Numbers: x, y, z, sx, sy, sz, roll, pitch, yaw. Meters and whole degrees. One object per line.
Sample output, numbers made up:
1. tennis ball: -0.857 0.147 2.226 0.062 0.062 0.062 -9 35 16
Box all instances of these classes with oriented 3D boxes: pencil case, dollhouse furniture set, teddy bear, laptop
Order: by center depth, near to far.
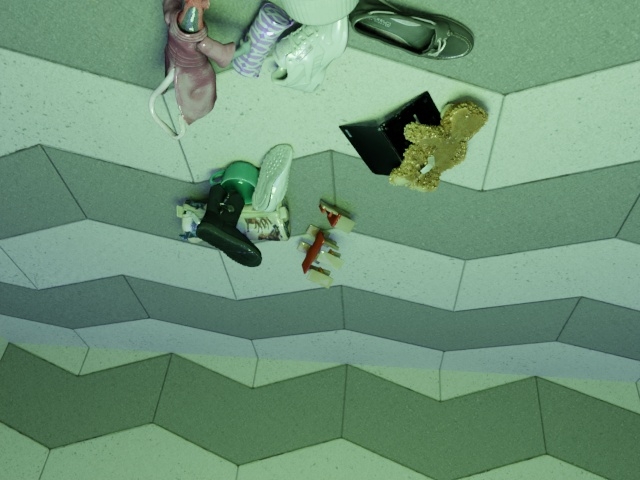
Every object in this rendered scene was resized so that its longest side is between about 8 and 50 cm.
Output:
1. pencil case: -0.156 -0.512 1.450 0.088 0.086 0.206 27 139 -18
2. teddy bear: 0.335 -0.274 1.629 0.244 0.113 0.338 2 135 -15
3. laptop: 0.238 -0.318 1.705 0.264 0.137 0.234 -35 132 10
4. pencil case: -0.297 -0.073 1.991 0.409 0.160 0.183 -1 175 13
5. dollhouse furniture set: 0.000 0.000 1.996 0.135 0.262 0.259 25 106 -19

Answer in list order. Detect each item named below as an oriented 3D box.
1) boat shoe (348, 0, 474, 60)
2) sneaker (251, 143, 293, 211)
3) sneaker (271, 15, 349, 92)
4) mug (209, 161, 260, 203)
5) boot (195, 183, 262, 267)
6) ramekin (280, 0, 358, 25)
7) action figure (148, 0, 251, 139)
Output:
1. boat shoe: 0.224 -0.506 1.385 0.334 0.096 0.112 15 143 -10
2. sneaker: -0.143 -0.201 1.821 0.094 0.090 0.235 7 115 -51
3. sneaker: -0.029 -0.486 1.405 0.152 0.114 0.305 -2 151 -27
4. mug: -0.273 -0.206 1.869 0.157 0.098 0.129 31 138 -27
5. boot: -0.273 -0.053 1.813 0.246 0.207 0.094 33 137 -23
6. ramekin: -0.004 -0.578 1.247 0.207 0.207 0.109 0 152 10
7. action figure: -0.338 -0.472 1.365 0.248 0.276 0.370 40 158 1
